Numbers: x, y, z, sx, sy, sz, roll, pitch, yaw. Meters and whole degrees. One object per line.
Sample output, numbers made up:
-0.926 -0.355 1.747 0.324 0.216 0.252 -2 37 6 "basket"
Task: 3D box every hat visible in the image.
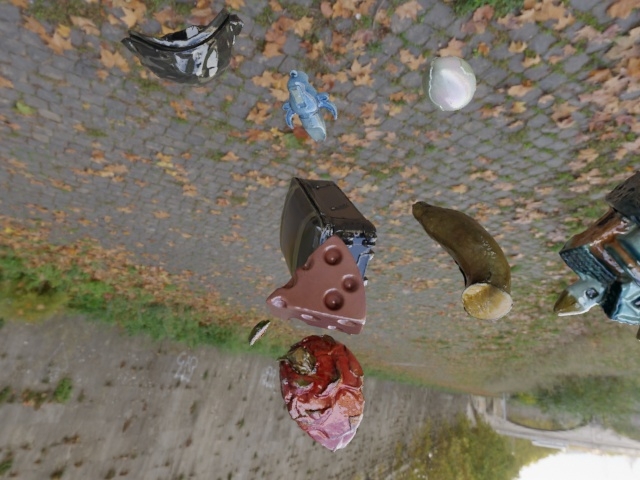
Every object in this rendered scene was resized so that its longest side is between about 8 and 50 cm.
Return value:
-0.373 -0.534 1.241 0.366 0.381 0.257 -19 133 -6 "hat"

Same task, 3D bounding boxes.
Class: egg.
0.458 -0.574 1.557 0.217 0.183 0.183 8 164 -41 "egg"

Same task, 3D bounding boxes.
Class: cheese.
0.009 0.087 0.914 0.203 0.177 0.128 11 156 9 "cheese"

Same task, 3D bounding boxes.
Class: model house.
0.558 0.066 0.771 0.291 0.253 0.184 -46 178 28 "model house"

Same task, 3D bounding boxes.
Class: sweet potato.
0.247 0.012 0.755 0.112 0.286 0.085 -19 138 -7 "sweet potato"

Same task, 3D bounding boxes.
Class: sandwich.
-0.215 0.315 1.466 0.069 0.026 0.101 -25 150 -53 "sandwich"

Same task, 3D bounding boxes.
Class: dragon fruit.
0.008 0.354 1.102 0.152 0.317 0.205 -37 142 23 "dragon fruit"

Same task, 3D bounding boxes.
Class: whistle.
-0.043 -0.444 1.424 0.180 0.093 0.269 -7 141 18 "whistle"

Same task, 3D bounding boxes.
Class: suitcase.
0.000 0.000 1.238 0.194 0.283 0.434 2 -153 -17 "suitcase"

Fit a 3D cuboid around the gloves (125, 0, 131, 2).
-0.440 -0.717 1.076 0.301 0.197 0.152 -32 145 1 "gloves"
